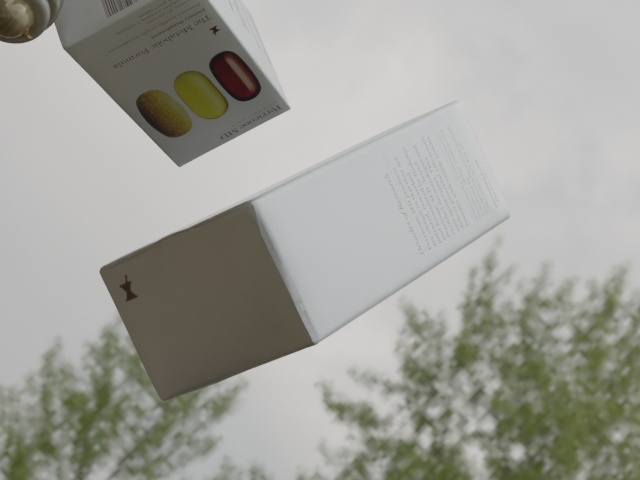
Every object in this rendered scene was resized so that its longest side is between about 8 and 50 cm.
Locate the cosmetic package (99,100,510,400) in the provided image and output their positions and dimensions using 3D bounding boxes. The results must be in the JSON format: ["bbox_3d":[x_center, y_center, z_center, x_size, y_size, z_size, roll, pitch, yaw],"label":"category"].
[{"bbox_3d":[0.000,0.000,1.651,0.230,0.453,0.161,-23,-87,37],"label":"cosmetic package"}]

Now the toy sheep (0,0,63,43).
[{"bbox_3d":[-0.258,-0.217,1.261,0.091,0.132,0.091,1,-49,2],"label":"toy sheep"}]

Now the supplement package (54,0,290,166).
[{"bbox_3d":[-0.147,-0.201,1.427,0.244,0.139,0.134,48,17,-58],"label":"supplement package"}]
